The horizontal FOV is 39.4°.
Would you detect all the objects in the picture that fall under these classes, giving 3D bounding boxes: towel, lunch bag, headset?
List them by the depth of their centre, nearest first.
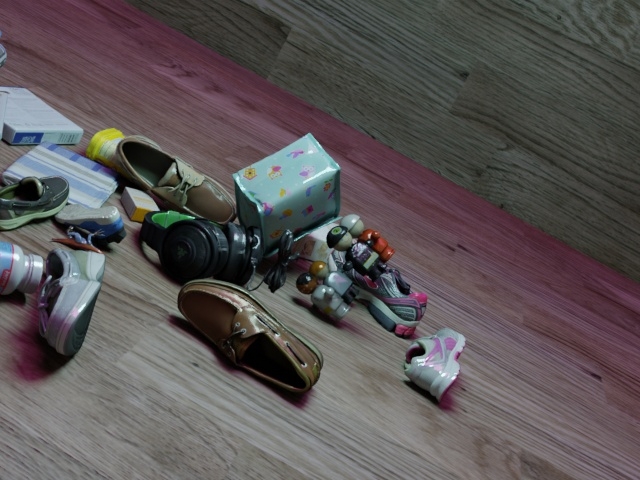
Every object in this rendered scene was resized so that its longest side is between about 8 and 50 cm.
[{"bbox_3d":[-0.207,0.000,1.870,0.243,0.185,0.394,5,18,-47],"label":"headset"},{"bbox_3d":[-0.560,-0.134,1.962,0.209,0.034,0.285,25,19,-8],"label":"towel"},{"bbox_3d":[-0.071,-0.078,2.045,0.223,0.262,0.160,-29,59,-18],"label":"lunch bag"}]

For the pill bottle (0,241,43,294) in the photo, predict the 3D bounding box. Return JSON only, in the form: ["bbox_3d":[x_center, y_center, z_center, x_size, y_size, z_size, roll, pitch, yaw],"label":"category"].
[{"bbox_3d":[-0.544,0.041,1.463,0.160,0.087,0.087,15,23,-32],"label":"pill bottle"}]

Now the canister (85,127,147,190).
[{"bbox_3d":[-0.469,-0.198,2.186,0.170,0.073,0.126,31,20,6],"label":"canister"}]

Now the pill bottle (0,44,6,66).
[{"bbox_3d":[-0.870,-0.469,2.323,0.078,0.078,0.137,23,20,-14],"label":"pill bottle"}]

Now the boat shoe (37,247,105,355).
[{"bbox_3d":[-0.422,0.091,1.473,0.103,0.118,0.320,17,18,-13],"label":"boat shoe"}]

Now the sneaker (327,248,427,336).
[{"bbox_3d":[0.141,0.105,2.177,0.299,0.112,0.121,39,22,30],"label":"sneaker"}]

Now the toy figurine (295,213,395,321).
[{"bbox_3d":[0.049,0.058,2.025,0.148,0.209,0.213,40,20,0],"label":"toy figurine"}]

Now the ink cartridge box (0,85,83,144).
[{"bbox_3d":[-0.724,-0.301,2.142,0.224,0.045,0.223,36,21,22],"label":"ink cartridge box"}]

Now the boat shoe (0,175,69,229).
[{"bbox_3d":[-0.561,-0.088,1.741,0.080,0.073,0.223,35,31,9],"label":"boat shoe"}]

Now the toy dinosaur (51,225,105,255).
[{"bbox_3d":[-0.464,0.011,1.749,0.082,0.047,0.090,43,56,15],"label":"toy dinosaur"}]

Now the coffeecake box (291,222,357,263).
[{"bbox_3d":[0.000,0.000,2.317,0.186,0.068,0.142,17,22,-28],"label":"coffeecake box"}]

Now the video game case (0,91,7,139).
[{"bbox_3d":[-0.808,-0.296,1.971,0.213,0.023,0.193,9,33,-21],"label":"video game case"}]

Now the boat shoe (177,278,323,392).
[{"bbox_3d":[-0.133,0.173,1.642,0.307,0.110,0.104,28,18,2],"label":"boat shoe"}]

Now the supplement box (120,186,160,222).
[{"bbox_3d":[-0.407,-0.077,2.017,0.062,0.036,0.098,15,23,-35],"label":"supplement box"}]

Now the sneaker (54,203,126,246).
[{"bbox_3d":[-0.461,-0.026,1.803,0.152,0.084,0.058,1,39,21],"label":"sneaker"}]

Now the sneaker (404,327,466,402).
[{"bbox_3d":[0.247,0.250,1.968,0.111,0.103,0.252,30,19,1],"label":"sneaker"}]

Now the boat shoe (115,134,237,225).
[{"bbox_3d":[-0.338,-0.131,2.064,0.324,0.123,0.116,31,-2,-2],"label":"boat shoe"}]
